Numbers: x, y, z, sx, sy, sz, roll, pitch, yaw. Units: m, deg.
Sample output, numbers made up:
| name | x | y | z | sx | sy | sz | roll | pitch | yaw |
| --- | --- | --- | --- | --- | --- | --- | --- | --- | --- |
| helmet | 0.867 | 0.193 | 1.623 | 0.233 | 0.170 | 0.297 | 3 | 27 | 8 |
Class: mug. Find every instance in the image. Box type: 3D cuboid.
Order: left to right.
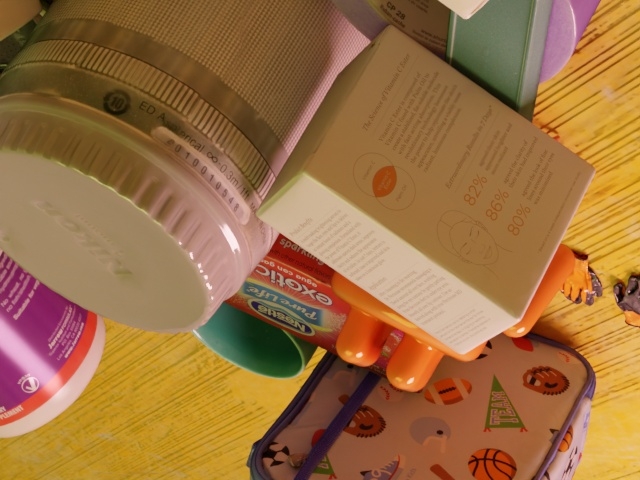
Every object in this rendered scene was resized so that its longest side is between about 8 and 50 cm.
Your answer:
| name | x | y | z | sx | sy | sz | roll | pitch | yaw |
| --- | --- | --- | --- | --- | --- | --- | --- | --- | --- |
| mug | -0.045 | 0.043 | 1.778 | 0.129 | 0.097 | 0.158 | 33 | 152 | -4 |

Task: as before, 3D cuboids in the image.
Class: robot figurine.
| name | x | y | z | sx | sy | sz | roll | pitch | yaw |
| --- | --- | --- | --- | --- | --- | --- | --- | --- | --- |
| robot figurine | 0.092 | 0.003 | 1.471 | 0.128 | 0.219 | 0.158 | 28 | 178 | -39 |

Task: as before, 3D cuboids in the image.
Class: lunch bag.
| name | x | y | z | sx | sy | sz | roll | pitch | yaw |
| --- | --- | --- | --- | --- | --- | --- | --- | --- | --- |
| lunch bag | 0.078 | 0.175 | 1.655 | 0.243 | 0.303 | 0.115 | 22 | 131 | 17 |

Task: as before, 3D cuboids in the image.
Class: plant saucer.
| name | x | y | z | sx | sy | sz | roll | pitch | yaw |
| --- | --- | --- | --- | --- | --- | --- | --- | --- | --- |
| plant saucer | 0.109 | -0.120 | 1.275 | 0.067 | 0.018 | 0.192 | 23 | 151 | 13 |

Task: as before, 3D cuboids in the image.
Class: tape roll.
| name | x | y | z | sx | sy | sz | roll | pitch | yaw |
| --- | --- | --- | --- | --- | --- | --- | --- | --- | --- |
| tape roll | 0.092 | -0.188 | 1.282 | 0.189 | 0.080 | 0.189 | 23 | 152 | 13 |

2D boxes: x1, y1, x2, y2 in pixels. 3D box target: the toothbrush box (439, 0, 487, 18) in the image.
| name | x | y | z | sx | sy | sz | roll | pitch | yaw |
| --- | --- | --- | --- | --- | --- | --- | --- | --- | --- |
| toothbrush box | 0.029 | -0.289 | 1.038 | 0.283 | 0.206 | 0.122 | 33 | 152 | -7 |

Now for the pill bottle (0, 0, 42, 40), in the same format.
| name | x | y | z | sx | sy | sz | roll | pitch | yaw |
| --- | --- | --- | --- | --- | --- | --- | --- | --- | --- |
| pill bottle | -0.365 | -0.271 | 1.313 | 0.224 | 0.224 | 0.392 | -16 | 109 | 54 |

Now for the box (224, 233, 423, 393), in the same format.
| name | x | y | z | sx | sy | sz | roll | pitch | yaw |
| --- | --- | --- | --- | --- | --- | --- | --- | --- | --- |
| box | 0.000 | 0.000 | 1.629 | 0.256 | 0.128 | 0.123 | 24 | 153 | 10 |

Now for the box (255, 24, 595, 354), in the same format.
| name | x | y | z | sx | sy | sz | roll | pitch | yaw |
| --- | --- | --- | --- | --- | --- | --- | --- | --- | --- |
| box | 0.069 | -0.032 | 1.300 | 0.170 | 0.130 | 0.091 | 35 | 153 | -8 |

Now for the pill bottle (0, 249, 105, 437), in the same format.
| name | x | y | z | sx | sy | sz | roll | pitch | yaw |
| --- | --- | --- | --- | --- | --- | --- | --- | --- | --- |
| pill bottle | -0.372 | 0.041 | 1.998 | 0.181 | 0.181 | 0.323 | 0 | 140 | 44 |

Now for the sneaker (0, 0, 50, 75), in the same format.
| name | x | y | z | sx | sy | sz | roll | pitch | yaw |
| --- | --- | --- | --- | --- | --- | --- | --- | --- | --- |
| sneaker | -0.257 | -0.083 | 1.701 | 0.106 | 0.162 | 0.281 | 12 | 148 | 31 |

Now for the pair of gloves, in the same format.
| name | x | y | z | sx | sy | sz | roll | pitch | yaw |
| --- | --- | --- | --- | --- | --- | --- | --- | --- | --- |
| pair of gloves | 0.230 | 0.041 | 1.604 | 0.083 | 0.010 | 0.074 | 20 | 151 | 17 |

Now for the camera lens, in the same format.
| name | x | y | z | sx | sy | sz | roll | pitch | yaw |
| --- | --- | --- | --- | --- | --- | --- | --- | --- | --- |
| camera lens | -0.098 | -0.102 | 1.396 | 0.219 | 0.274 | 0.219 | 23 | 151 | 13 |
